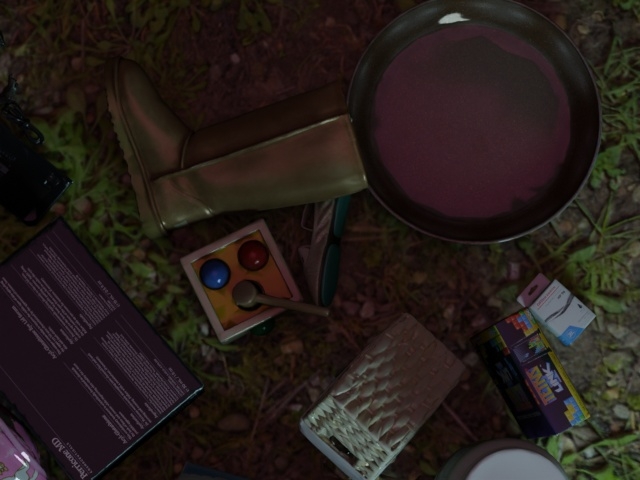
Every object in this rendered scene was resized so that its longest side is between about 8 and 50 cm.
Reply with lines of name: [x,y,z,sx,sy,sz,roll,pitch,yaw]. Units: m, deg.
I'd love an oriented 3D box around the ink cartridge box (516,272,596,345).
ink cartridge box: [0.283,0.081,1.802,0.083,0.028,0.048,42,82,5]

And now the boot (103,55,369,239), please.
boot: [-0.101,-0.138,1.775,0.270,0.089,0.236,-16,92,6]

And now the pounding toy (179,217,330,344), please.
pounding toy: [-0.077,0.057,1.758,0.130,0.100,0.141,-26,83,-5]

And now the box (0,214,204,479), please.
box: [-0.286,0.132,1.740,0.184,0.103,0.261,-39,85,-10]

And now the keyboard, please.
keyboard: [-0.378,-0.109,1.778,0.180,0.023,0.108,40,97,-18]

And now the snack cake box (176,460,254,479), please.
snack cake box: [-0.051,0.366,1.704,0.264,0.089,0.152,15,98,1]

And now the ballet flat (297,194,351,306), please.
ballet flat: [0.000,0.000,1.800,0.052,0.057,0.168,5,75,22]

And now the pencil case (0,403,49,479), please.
pencil case: [-0.497,0.318,1.679,0.386,0.160,0.167,-39,72,-6]

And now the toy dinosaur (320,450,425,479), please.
toy dinosaur: [0.033,0.293,1.752,0.183,0.053,0.092,-19,84,-5]

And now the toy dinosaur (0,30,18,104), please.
toy dinosaur: [-0.431,-0.197,1.809,0.118,0.064,0.268,-21,88,-2]

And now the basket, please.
basket: [0.074,0.179,1.716,0.113,0.103,0.167,43,59,5]

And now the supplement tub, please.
supplement tub: [0.204,0.295,1.682,0.144,0.199,0.144,0,82,-2]

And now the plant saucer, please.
plant saucer: [0.184,-0.145,1.823,0.311,0.050,0.310,0,81,-2]

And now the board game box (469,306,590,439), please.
board game box: [0.236,0.155,1.719,0.048,0.170,0.141,-28,83,-7]
